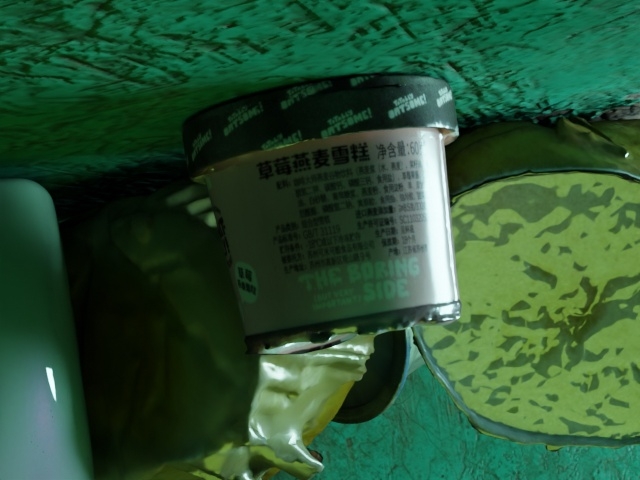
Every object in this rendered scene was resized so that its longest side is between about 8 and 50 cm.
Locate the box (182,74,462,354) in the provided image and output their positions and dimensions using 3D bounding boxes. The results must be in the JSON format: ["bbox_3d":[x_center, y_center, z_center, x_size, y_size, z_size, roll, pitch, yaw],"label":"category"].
[{"bbox_3d":[0.009,-0.008,0.682,0.151,0.135,0.151,-10,177,-1],"label":"box"}]

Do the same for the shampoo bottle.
[{"bbox_3d":[-0.221,0.145,0.753,0.151,0.349,0.222,-4,173,-43],"label":"shampoo bottle"}]

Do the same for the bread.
[{"bbox_3d":[-0.128,0.074,0.892,0.389,0.236,0.183,-7,173,42],"label":"bread"}]

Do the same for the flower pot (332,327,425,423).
[{"bbox_3d":[0.061,0.038,1.189,0.203,0.212,0.212,-26,-172,-42],"label":"flower pot"}]

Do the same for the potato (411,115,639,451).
[{"bbox_3d":[0.189,0.009,0.925,0.300,0.246,0.196,17,-152,-15],"label":"potato"}]
